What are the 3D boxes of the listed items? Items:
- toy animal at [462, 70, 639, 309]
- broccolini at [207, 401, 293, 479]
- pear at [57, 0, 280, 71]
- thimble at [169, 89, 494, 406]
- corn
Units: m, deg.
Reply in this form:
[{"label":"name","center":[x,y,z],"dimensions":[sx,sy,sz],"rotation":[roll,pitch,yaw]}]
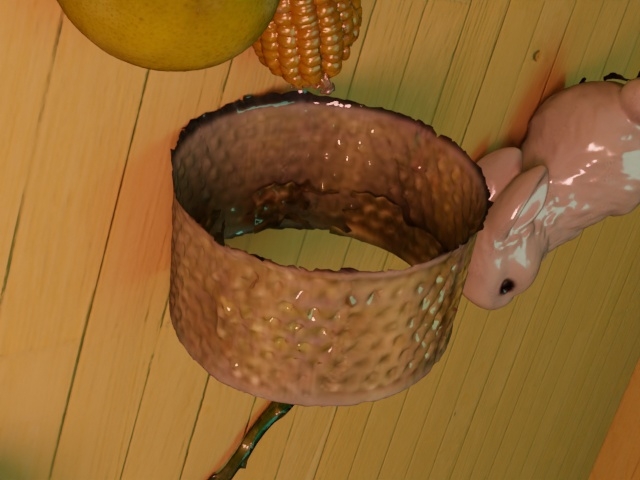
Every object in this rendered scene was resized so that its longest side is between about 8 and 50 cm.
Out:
[{"label":"toy animal","center":[0.311,-0.069,1.459],"dimensions":[0.357,0.194,0.258],"rotation":[-41,155,-20]},{"label":"broccolini","center":[-0.085,0.253,1.209],"dimensions":[0.254,0.057,0.071],"rotation":[-47,-170,-21]},{"label":"pear","center":[-0.083,-0.203,0.722],"dimensions":[0.216,0.166,0.180],"rotation":[-14,113,-60]},{"label":"thimble","center":[0.000,0.000,0.925],"dimensions":[0.271,0.271,0.150],"rotation":[-32,141,-42]},{"label":"corn","center":[-0.026,-0.255,0.833],"dimensions":[0.102,0.102,0.313],"rotation":[-46,147,-27]}]
